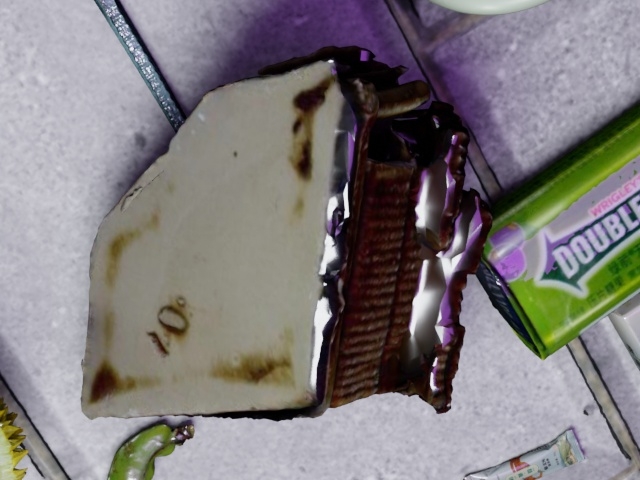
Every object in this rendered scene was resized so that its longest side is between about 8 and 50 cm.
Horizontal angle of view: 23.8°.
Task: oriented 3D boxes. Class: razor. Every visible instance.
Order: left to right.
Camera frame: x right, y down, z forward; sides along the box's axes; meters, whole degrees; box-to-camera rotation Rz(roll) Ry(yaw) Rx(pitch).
[{"bbox_3d":[-0.133,-0.124,1.211,0.066,0.033,0.190,-31,102,-1],"label":"razor"}]

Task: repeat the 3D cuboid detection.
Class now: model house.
[{"bbox_3d":[0.000,0.000,1.195,0.282,0.297,0.317,-7,106,-48],"label":"model house"}]

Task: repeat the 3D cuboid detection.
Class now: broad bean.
[{"bbox_3d":[-0.161,0.241,1.287,0.061,0.046,0.195,16,99,-13],"label":"broad bean"}]

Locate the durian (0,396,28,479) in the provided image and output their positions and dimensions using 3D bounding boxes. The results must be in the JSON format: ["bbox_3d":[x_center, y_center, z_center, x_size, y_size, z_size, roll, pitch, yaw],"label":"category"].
[{"bbox_3d":[-0.359,0.189,1.169,0.306,0.166,0.172,-17,104,4],"label":"durian"}]

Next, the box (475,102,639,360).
[{"bbox_3d":[0.286,-0.047,1.281,0.345,0.097,0.134,-34,109,-2],"label":"box"}]

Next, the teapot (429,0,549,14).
[{"bbox_3d":[0.168,-0.318,1.161,0.318,0.149,0.220,-38,101,0],"label":"teapot"}]

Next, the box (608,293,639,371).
[{"bbox_3d":[0.387,0.053,1.343,0.243,0.067,0.155,-35,107,-2],"label":"box"}]

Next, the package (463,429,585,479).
[{"bbox_3d":[0.183,0.205,1.365,0.110,0.015,0.037,-24,113,-4],"label":"package"}]
